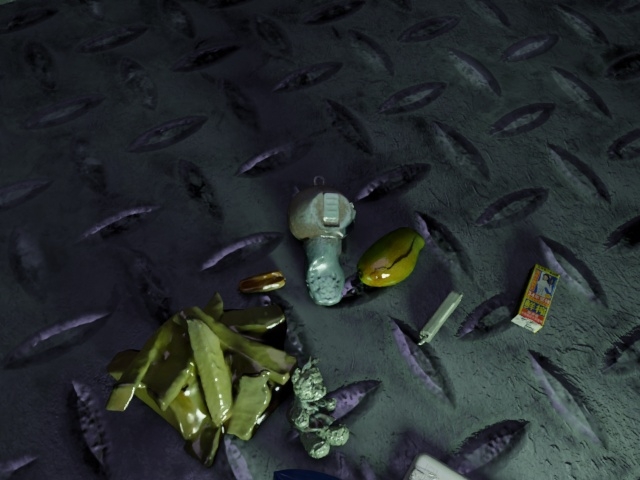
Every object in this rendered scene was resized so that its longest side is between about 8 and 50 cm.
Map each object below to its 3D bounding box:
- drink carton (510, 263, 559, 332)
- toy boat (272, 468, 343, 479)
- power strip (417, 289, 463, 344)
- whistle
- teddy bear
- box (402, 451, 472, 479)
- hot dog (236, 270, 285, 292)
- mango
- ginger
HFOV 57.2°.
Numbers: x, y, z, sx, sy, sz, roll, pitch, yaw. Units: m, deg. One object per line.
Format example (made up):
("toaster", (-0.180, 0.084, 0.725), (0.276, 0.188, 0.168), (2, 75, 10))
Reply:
("drink carton", (0.552, 0.147, 1.509), (0.071, 0.056, 0.165), (28, 61, 6))
("toy boat", (0.029, 0.556, 1.219), (0.295, 0.088, 0.129), (23, 20, 17))
("power strip", (0.300, 0.194, 1.478), (0.030, 0.047, 0.191), (33, 62, 23))
("whistle", (0.000, 0.000, 1.553), (0.189, 0.189, 0.347), (-2, 80, -3))
("teddy bear", (-0.023, 0.375, 1.326), (0.133, 0.111, 0.213), (1, 68, -53))
("box", (0.303, 0.580, 1.241), (0.285, 0.044, 0.142), (29, 64, 15))
("hot dog", (-0.154, 0.111, 1.529), (0.133, 0.041, 0.056), (-11, 59, -17))
("mango", (0.195, 0.042, 1.538), (0.233, 0.111, 0.125), (-30, 76, -32))
("ginger", (-0.252, 0.285, 1.298), (0.414, 0.211, 0.358), (-24, 64, -5))
